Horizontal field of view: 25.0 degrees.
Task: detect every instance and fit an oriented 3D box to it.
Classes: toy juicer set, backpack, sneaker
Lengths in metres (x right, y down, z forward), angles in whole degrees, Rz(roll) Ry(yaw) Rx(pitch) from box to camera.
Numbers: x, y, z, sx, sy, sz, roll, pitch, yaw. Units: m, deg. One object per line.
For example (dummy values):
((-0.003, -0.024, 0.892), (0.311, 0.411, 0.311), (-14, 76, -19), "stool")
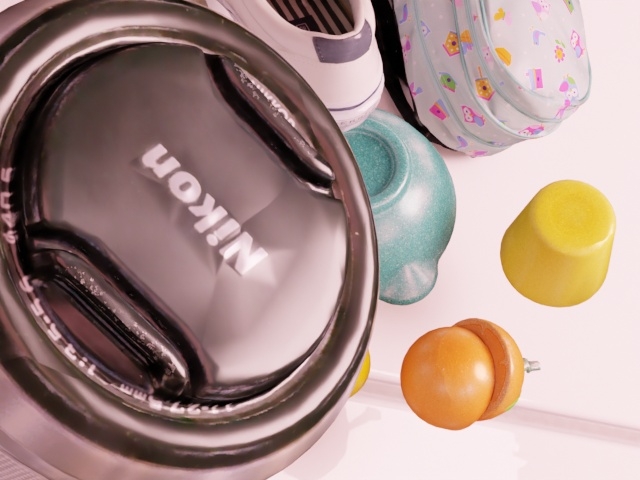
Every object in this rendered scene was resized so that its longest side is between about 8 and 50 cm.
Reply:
((0.000, 0.000, 0.886), (0.329, 0.089, 0.209), (28, 67, 9), "toy juicer set")
((0.109, -0.151, 0.984), (0.152, 0.115, 0.182), (1, 75, -34), "backpack")
((-0.034, -0.186, 0.882), (0.094, 0.091, 0.258), (-25, 64, -22), "sneaker")

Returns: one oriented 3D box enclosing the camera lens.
((-0.124, 0.025, 0.669), (0.219, 0.274, 0.219), (13, 66, -33), "camera lens")
